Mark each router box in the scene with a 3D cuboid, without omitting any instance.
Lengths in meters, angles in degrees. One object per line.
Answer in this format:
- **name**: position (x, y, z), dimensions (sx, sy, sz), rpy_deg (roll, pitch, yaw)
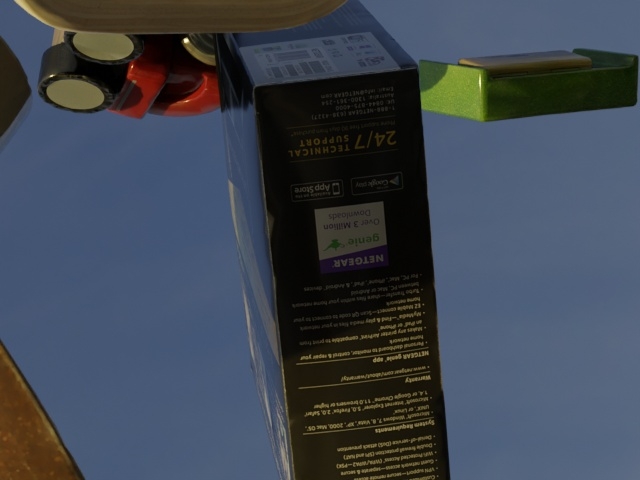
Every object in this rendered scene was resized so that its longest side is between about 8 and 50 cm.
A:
- **router box**: position (0.000, 0.000, 1.067), dimensions (0.081, 0.309, 0.243), rpy_deg (-7, -73, -5)

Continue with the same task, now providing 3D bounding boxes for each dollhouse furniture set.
- **dollhouse furniture set**: position (0.211, -0.184, 1.470), dimensions (0.151, 0.301, 0.197), rpy_deg (-6, -79, -26)

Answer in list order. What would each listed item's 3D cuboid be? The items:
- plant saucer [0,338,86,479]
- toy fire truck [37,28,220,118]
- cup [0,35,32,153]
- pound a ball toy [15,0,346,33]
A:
- **plant saucer**: position (-0.109, 0.044, 0.455), dimensions (0.036, 0.198, 0.198), rpy_deg (-36, -38, -24)
- **toy fire truck**: position (-0.058, -0.180, 1.440), dimensions (0.246, 0.158, 0.217), rpy_deg (13, -27, -16)
- **cup**: position (-0.320, -0.037, 0.827), dimensions (0.331, 0.331, 0.237), rpy_deg (44, -112, -50)
- **pound a ball toy**: position (-0.053, -0.154, 0.632), dimensions (0.208, 0.319, 0.135), rpy_deg (-5, -55, -37)
